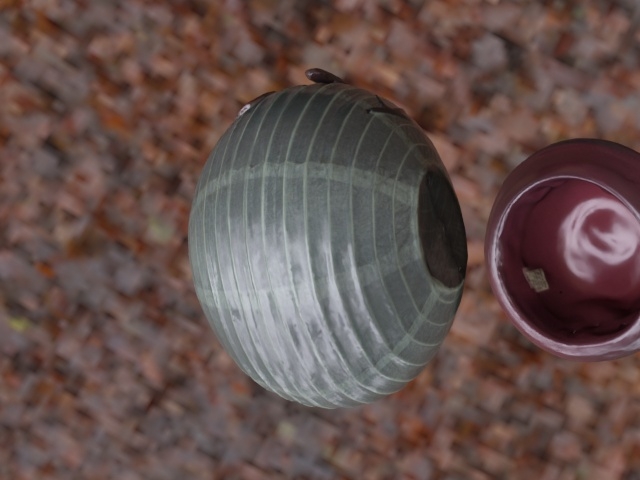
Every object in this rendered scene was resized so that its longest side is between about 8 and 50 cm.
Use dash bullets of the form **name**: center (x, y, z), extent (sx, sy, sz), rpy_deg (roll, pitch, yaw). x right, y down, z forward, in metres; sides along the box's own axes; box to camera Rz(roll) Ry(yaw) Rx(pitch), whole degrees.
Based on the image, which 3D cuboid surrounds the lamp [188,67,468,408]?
- **lamp**: center (0.000, 0.000, 1.572), extent (0.233, 0.233, 0.265), rpy_deg (-1, 102, 47)

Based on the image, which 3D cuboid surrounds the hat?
- **hat**: center (0.238, 0.007, 1.710), extent (0.205, 0.089, 0.205), rpy_deg (11, 109, 34)
